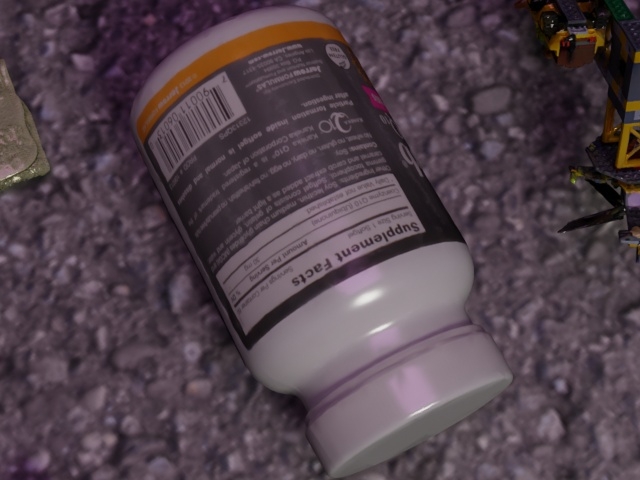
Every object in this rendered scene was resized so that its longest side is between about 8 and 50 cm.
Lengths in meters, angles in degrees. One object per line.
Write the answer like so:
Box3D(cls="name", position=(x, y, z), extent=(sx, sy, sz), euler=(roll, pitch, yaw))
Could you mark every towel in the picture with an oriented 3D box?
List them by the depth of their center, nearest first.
Box3D(cls="towel", position=(-0.280, -0.067, 0.840), extent=(0.148, 0.027, 0.110), euler=(-25, 72, -12))

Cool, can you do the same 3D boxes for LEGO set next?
Box3D(cls="LEGO set", position=(0.300, -0.108, 0.838), extent=(0.331, 0.192, 0.255), euler=(-10, 41, -10))

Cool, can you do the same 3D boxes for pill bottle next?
Box3D(cls="pill bottle", position=(0.000, 0.000, 0.758), extent=(0.162, 0.162, 0.278), euler=(-25, 73, -12))
